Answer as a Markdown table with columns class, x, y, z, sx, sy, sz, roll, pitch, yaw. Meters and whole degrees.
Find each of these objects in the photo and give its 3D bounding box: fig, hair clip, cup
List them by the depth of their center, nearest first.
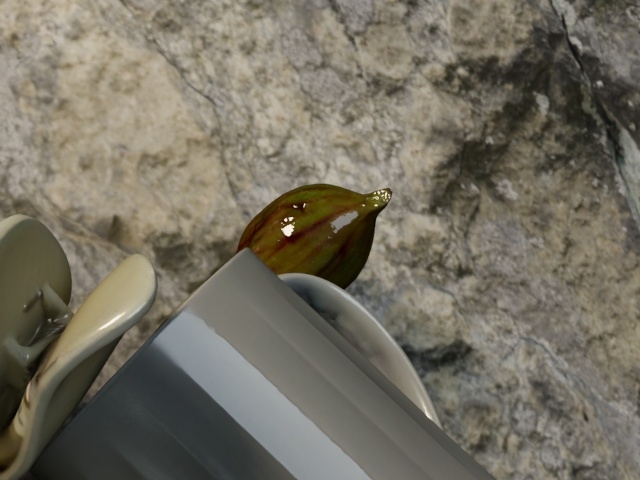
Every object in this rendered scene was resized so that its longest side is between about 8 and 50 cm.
| class | x | y | z | sx | sy | sz | roll | pitch | yaw |
| --- | --- | --- | --- | --- | --- | --- | --- | --- | --- |
| hair clip | -0.198 | 0.078 | 1.137 | 0.113 | 0.282 | 0.172 | 33 | 52 | -1 |
| cup | -0.001 | 0.180 | 1.254 | 0.327 | 0.237 | 0.323 | 43 | 39 | 1 |
| fig | 0.000 | 0.000 | 1.406 | 0.103 | 0.154 | 0.109 | 32 | 43 | -39 |
